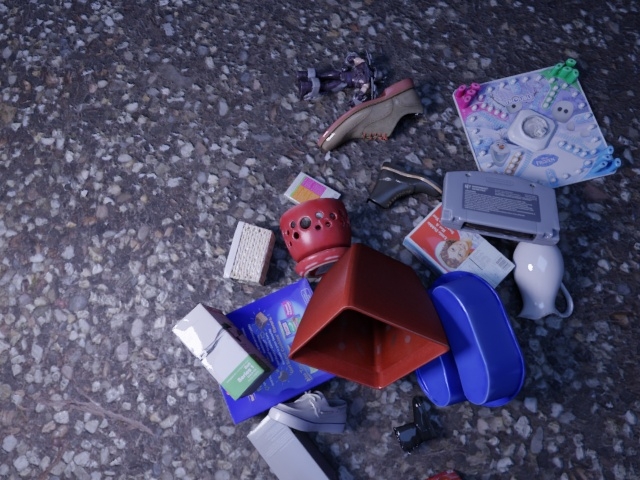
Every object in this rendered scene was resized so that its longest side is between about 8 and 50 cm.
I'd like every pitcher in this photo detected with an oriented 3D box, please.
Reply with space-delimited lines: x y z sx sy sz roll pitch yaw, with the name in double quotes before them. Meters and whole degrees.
"pitcher" 0.609 0.107 1.120 0.177 0.125 0.207 4 82 -20

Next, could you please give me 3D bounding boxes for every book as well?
"book" -0.024 -0.136 1.256 0.144 0.035 0.096 32 77 10

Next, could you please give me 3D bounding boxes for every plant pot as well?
"plant pot" 0.000 0.000 1.132 0.191 0.191 0.174 -18 71 -1
"plant pot" 0.108 0.168 0.995 0.267 0.267 0.236 24 43 -18

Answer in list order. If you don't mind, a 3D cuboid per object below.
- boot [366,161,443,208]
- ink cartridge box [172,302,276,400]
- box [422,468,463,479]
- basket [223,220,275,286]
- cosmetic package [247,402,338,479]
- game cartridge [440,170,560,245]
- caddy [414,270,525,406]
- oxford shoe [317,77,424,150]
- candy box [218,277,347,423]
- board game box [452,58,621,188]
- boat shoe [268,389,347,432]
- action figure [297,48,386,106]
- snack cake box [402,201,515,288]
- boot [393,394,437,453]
"boot" 0.247 -0.134 1.224 0.197 0.077 0.137 26 83 23
"ink cartridge box" -0.223 0.260 0.978 0.219 0.160 0.092 43 81 13
"box" 0.244 0.673 0.988 0.256 0.123 0.128 -20 76 -2
"basket" -0.198 0.044 1.182 0.103 0.113 0.167 13 77 3
"cosmetic package" -0.066 0.543 1.040 0.107 0.127 0.238 -44 79 -7
"game cartridge" 0.481 -0.098 1.119 0.297 0.062 0.198 11 51 8
"caddy" 0.353 0.247 1.029 0.179 0.241 0.342 -5 73 -35
"oxford shoe" 0.156 -0.354 1.256 0.348 0.123 0.130 -31 93 3
"candy box" -0.125 0.288 1.110 0.317 0.122 0.268 -24 77 -4
"board game box" 0.650 -0.344 1.255 0.389 0.050 0.390 -14 76 1
"boat shoe" -0.019 0.415 1.013 0.096 0.267 0.088 0 68 45
"action figure" 0.069 -0.512 1.315 0.284 0.099 0.186 -6 69 -2
"snack cake box" 0.380 0.040 1.156 0.152 0.089 0.264 -44 77 -5
"boot" 0.238 0.482 1.079 0.099 0.045 0.121 -23 77 0
